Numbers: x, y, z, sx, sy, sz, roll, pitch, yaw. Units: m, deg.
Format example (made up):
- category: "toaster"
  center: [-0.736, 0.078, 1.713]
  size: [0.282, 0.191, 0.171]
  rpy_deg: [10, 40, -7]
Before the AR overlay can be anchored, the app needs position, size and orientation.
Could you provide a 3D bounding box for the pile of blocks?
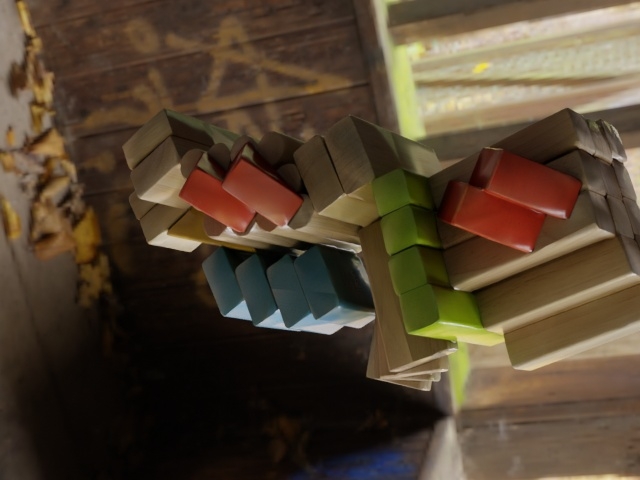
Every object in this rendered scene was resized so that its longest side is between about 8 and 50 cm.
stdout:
- category: "pile of blocks"
  center: [0.000, 0.000, 0.594]
  size: [0.112, 0.362, 0.149]
  rpy_deg: [14, 82, -50]
